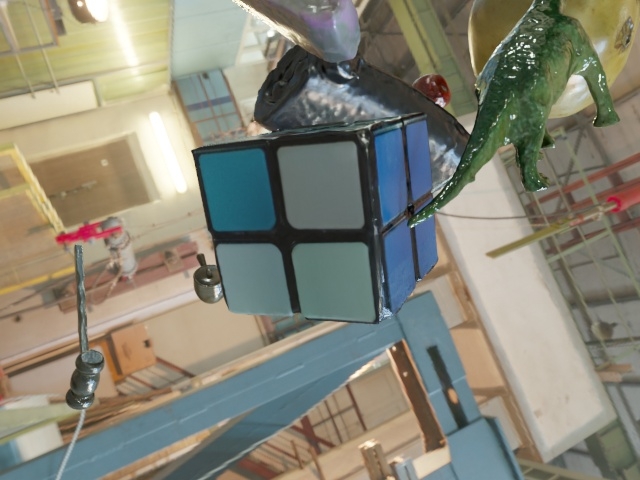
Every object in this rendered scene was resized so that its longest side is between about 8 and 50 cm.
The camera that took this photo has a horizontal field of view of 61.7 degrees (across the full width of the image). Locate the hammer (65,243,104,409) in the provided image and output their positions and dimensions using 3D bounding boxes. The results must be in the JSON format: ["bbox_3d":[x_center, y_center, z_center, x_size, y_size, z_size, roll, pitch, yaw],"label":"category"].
[{"bbox_3d":[-0.287,0.079,0.642,0.058,0.029,0.292,-65,-147,18],"label":"hammer"}]

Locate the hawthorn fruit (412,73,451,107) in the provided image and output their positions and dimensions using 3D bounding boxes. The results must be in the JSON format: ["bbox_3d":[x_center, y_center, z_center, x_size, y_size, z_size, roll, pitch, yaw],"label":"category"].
[{"bbox_3d":[0.238,-0.321,1.168,0.093,0.093,0.093,52,-27,40],"label":"hawthorn fruit"}]

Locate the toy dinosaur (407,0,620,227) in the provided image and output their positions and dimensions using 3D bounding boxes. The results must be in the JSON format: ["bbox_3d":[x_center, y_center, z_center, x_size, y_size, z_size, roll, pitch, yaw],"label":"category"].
[{"bbox_3d":[0.197,-0.220,0.534,0.087,0.447,0.301,2,-58,52],"label":"toy dinosaur"}]

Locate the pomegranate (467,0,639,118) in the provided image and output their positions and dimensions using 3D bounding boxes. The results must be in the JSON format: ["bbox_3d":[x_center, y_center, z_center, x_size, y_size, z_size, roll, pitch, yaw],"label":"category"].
[{"bbox_3d":[0.439,-0.410,1.039,0.332,0.333,0.332,52,-27,40],"label":"pomegranate"}]

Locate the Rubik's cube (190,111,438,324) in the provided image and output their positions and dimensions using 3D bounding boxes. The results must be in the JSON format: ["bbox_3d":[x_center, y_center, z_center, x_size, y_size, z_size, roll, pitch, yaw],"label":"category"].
[{"bbox_3d":[0.006,-0.030,0.536,0.180,0.183,0.167,1,-74,29],"label":"Rubik's cube"}]

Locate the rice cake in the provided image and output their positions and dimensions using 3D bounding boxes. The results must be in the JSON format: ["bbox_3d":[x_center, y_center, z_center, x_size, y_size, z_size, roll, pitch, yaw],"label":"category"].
[{"bbox_3d":[-0.113,-0.307,0.548,0.399,0.064,0.070,40,1,18],"label":"rice cake"}]

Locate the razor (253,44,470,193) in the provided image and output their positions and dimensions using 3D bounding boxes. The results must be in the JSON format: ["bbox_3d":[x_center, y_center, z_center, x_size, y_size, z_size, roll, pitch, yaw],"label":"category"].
[{"bbox_3d":[0.071,-0.169,0.814,0.189,0.327,0.107,-39,-141,34],"label":"razor"}]

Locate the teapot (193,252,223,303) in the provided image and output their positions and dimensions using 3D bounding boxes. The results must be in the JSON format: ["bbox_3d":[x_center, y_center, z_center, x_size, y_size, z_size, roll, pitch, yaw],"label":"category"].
[{"bbox_3d":[-0.221,0.071,1.091,0.110,0.085,0.080,-125,-150,-44],"label":"teapot"}]
